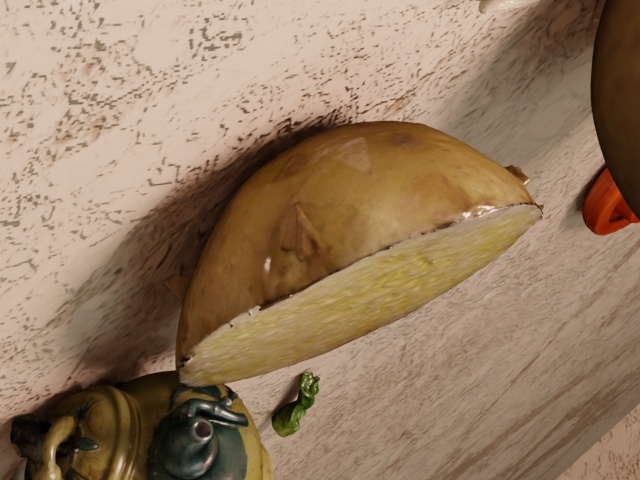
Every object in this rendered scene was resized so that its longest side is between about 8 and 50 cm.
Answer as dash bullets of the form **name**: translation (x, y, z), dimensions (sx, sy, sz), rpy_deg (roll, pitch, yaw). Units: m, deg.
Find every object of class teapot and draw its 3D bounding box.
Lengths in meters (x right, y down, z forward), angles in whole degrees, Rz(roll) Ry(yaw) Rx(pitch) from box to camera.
- **teapot**: translation (-0.147, 0.171, 1.230), dimensions (0.183, 0.173, 0.269), rpy_deg (26, 148, -34)

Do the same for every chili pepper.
- **chili pepper**: translation (-0.019, 0.154, 1.613), dimensions (0.034, 0.030, 0.091), rpy_deg (2, 141, -26)

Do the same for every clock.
- **clock**: translation (0.352, -0.077, 1.740), dimensions (0.205, 0.051, 0.205), rpy_deg (-35, 162, -14)

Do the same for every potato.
- **potato**: translation (0.000, 0.000, 1.128), dimensions (0.239, 0.116, 0.299), rpy_deg (-21, 167, -29)

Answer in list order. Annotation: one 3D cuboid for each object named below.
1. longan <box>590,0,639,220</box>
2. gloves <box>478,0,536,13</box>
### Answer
- **longan**: translation (0.347, -0.105, 1.212), dimensions (0.319, 0.319, 0.319), rpy_deg (-35, 162, -13)
- **gloves**: translation (0.124, -0.164, 1.079), dimensions (0.081, 0.037, 0.044), rpy_deg (-8, 111, -32)
